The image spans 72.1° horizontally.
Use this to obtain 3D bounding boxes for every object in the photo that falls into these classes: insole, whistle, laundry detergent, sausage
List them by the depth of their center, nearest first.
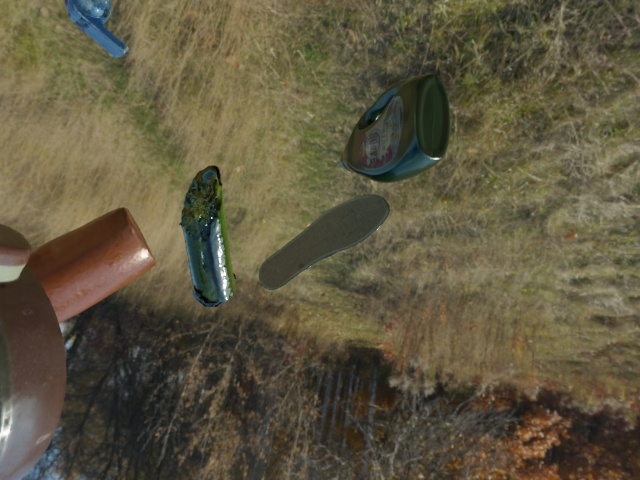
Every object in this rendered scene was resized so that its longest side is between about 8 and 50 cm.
[{"bbox_3d":[-0.368,0.056,0.619,0.113,0.259,0.113,51,162,23],"label":"sausage"},{"bbox_3d":[0.091,-0.147,0.632,0.063,0.137,0.211,4,174,-27],"label":"laundry detergent"},{"bbox_3d":[0.000,0.000,0.671,0.232,0.080,0.003,-32,148,9],"label":"insole"},{"bbox_3d":[-0.434,-0.444,0.853,0.090,0.090,0.158,-2,149,43],"label":"whistle"}]

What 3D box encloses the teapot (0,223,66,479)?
[{"bbox_3d":[-0.322,0.073,0.229,0.233,0.314,0.312,38,-174,10],"label":"teapot"}]

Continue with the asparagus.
[{"bbox_3d":[-0.295,-0.002,1.144,0.129,0.381,0.108,-19,-143,-29],"label":"asparagus"}]
